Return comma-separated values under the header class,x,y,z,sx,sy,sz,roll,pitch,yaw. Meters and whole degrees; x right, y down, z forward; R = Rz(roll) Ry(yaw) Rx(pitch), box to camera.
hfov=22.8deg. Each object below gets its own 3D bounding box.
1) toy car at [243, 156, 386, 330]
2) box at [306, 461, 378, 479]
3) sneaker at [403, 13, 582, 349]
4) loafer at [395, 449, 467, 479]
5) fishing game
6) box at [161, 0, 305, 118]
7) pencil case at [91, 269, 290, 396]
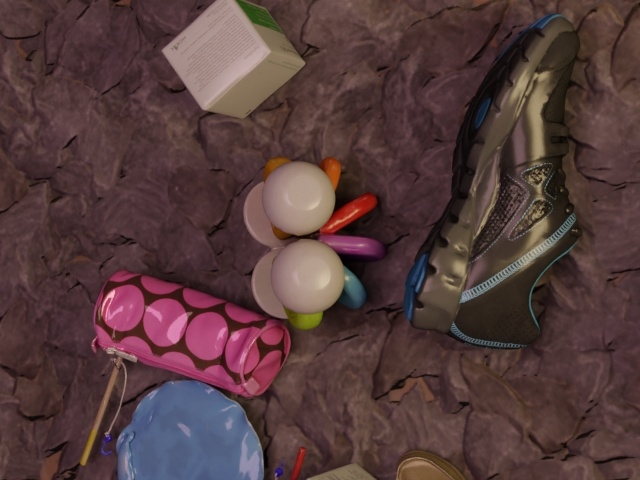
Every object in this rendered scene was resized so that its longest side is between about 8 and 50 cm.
class,x,y,z,sx,sy,sz,roll,pitch,yaw
toy car,0.000,0.000,1.648,0.136,0.159,0.182,-5,85,-15
box,0.042,0.297,1.606,0.126,0.137,0.072,35,102,19
sneaker,0.199,-0.056,1.588,0.139,0.125,0.341,20,93,-6
loafer,0.133,0.270,1.618,0.148,0.050,0.056,40,102,18
fishing game,-0.140,0.246,1.737,0.264,0.041,0.189,20,99,24
box,-0.092,-0.196,1.699,0.102,0.101,0.087,-39,75,16
pencil case,-0.142,0.105,1.714,0.209,0.095,0.098,14,54,24
